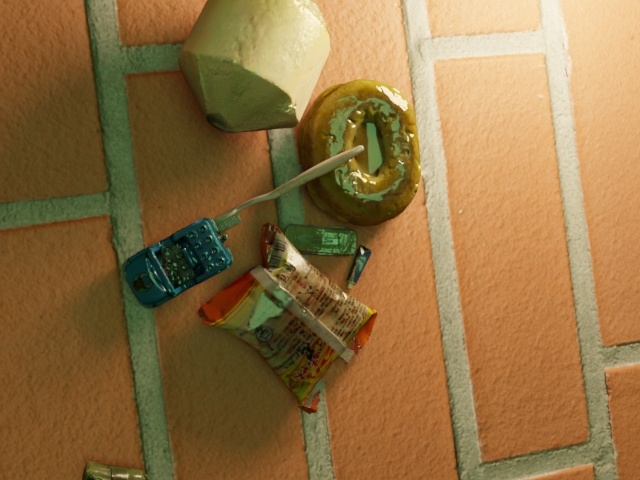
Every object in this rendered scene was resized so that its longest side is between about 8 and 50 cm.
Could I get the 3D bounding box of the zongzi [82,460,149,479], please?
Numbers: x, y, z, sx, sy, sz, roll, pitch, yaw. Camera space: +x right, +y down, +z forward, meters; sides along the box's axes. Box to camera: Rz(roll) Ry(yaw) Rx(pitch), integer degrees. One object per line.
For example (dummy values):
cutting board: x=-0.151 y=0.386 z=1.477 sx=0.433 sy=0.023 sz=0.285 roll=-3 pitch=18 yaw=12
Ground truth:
zongzi: x=-0.350 y=0.435 z=1.451 sx=0.109 sy=0.055 sz=0.119 roll=11 pitch=98 yaw=-16

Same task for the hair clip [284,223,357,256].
hair clip: x=-0.001 y=0.000 z=1.565 sx=0.137 sy=0.022 sz=0.054 roll=3 pitch=87 yaw=-14

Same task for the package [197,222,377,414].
package: x=-0.049 y=0.139 z=1.507 sx=0.288 sy=0.108 sz=0.223 roll=40 pitch=81 yaw=-13

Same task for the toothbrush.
toothbrush: x=-0.057 y=-0.086 z=1.477 sx=0.307 sy=0.025 sz=0.030 roll=-26 pitch=106 yaw=19

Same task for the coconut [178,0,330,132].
coconut: x=-0.115 y=-0.293 z=1.437 sx=0.239 sy=0.239 sz=0.244 roll=23 pitch=83 yaw=-13

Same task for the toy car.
toy car: x=-0.240 y=0.039 z=1.449 sx=0.191 sy=0.100 sz=0.097 roll=-29 pitch=93 yaw=3

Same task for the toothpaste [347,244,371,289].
toothpaste: x=0.068 y=0.050 z=1.584 sx=0.027 sy=0.019 sz=0.083 roll=22 pitch=82 yaw=11

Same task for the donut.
donut: x=0.071 y=-0.155 z=1.535 sx=0.208 sy=0.128 sz=0.262 roll=-12 pitch=91 yaw=-13
